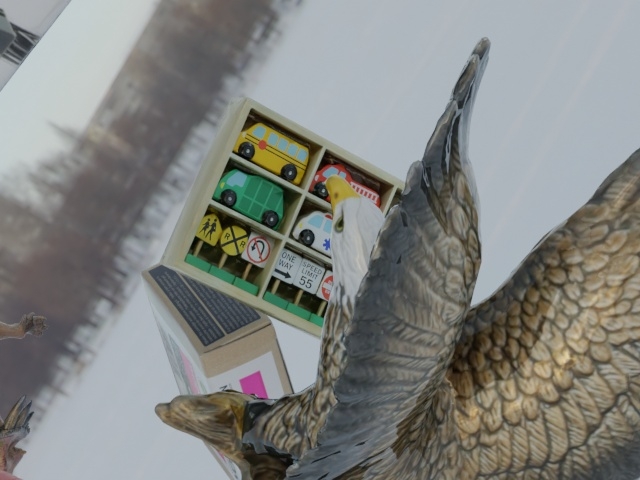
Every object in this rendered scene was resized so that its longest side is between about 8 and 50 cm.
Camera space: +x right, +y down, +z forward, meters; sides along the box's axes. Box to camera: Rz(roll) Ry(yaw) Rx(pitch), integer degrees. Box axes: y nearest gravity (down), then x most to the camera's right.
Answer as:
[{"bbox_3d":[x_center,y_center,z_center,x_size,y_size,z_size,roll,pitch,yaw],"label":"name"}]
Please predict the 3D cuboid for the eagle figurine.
[{"bbox_3d":[0.055,0.054,0.749,0.298,0.225,0.226,-32,9,43],"label":"eagle figurine"}]

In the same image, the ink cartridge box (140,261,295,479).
[{"bbox_3d":[-0.098,0.149,1.705,0.088,0.235,0.193,-24,34,-14],"label":"ink cartridge box"}]

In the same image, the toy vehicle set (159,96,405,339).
[{"bbox_3d":[0.000,0.000,1.449,0.035,0.267,0.166,7,73,61],"label":"toy vehicle set"}]

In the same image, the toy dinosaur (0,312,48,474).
[{"bbox_3d":[-0.378,0.121,1.528,0.127,0.295,0.200,-44,24,17],"label":"toy dinosaur"}]

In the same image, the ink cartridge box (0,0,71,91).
[{"bbox_3d":[-0.288,-0.196,1.089,0.395,0.166,0.285,-49,27,12],"label":"ink cartridge box"}]

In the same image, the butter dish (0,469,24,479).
[{"bbox_3d":[-0.210,0.254,1.070,0.160,0.118,0.160,5,59,58],"label":"butter dish"}]
